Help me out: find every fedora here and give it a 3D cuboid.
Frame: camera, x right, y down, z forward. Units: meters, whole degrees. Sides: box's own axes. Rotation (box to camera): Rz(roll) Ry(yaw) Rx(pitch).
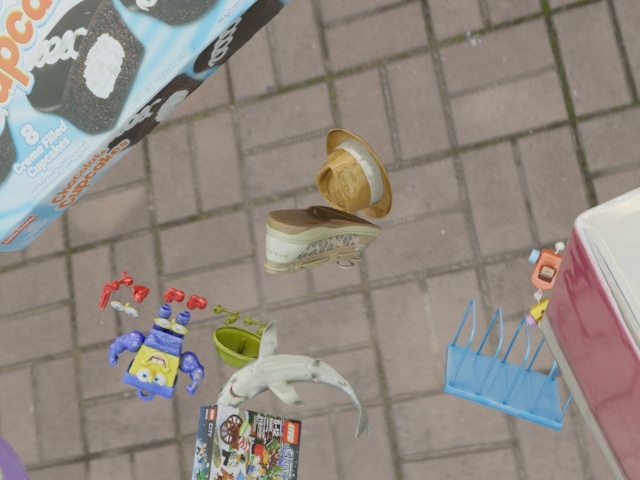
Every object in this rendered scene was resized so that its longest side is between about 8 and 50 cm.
[{"bbox_3d":[0.048,-0.107,1.690,0.079,0.194,0.194,-35,67,-24],"label":"fedora"}]

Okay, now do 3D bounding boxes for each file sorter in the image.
[{"bbox_3d":[0.274,0.170,1.322,0.170,0.118,0.104,19,117,1],"label":"file sorter"}]

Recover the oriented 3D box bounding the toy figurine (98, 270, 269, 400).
[{"bbox_3d":[-0.300,0.237,1.929,0.363,0.191,0.217,21,105,-8],"label":"toy figurine"}]

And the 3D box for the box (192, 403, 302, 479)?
[{"bbox_3d":[-0.107,0.359,1.321,0.044,0.159,0.233,-15,64,46],"label":"box"}]

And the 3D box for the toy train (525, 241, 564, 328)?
[{"bbox_3d":[0.341,0.084,1.248,0.166,0.046,0.125,27,113,6],"label":"toy train"}]

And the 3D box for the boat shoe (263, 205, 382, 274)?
[{"bbox_3d":[0.000,0.000,1.507,0.105,0.285,0.089,22,104,33],"label":"boat shoe"}]

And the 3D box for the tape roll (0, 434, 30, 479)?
[{"bbox_3d":[-0.373,0.233,0.873,0.189,0.189,0.080,42,102,22],"label":"tape roll"}]

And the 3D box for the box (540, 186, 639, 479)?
[{"bbox_3d":[0.219,0.048,0.512,0.149,0.232,0.126,-23,71,2],"label":"box"}]

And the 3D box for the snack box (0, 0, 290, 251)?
[{"bbox_3d":[-0.202,-0.161,0.756,0.322,0.060,0.187,-40,82,14],"label":"snack box"}]

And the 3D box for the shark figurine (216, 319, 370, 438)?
[{"bbox_3d":[-0.031,0.244,1.619,0.278,0.116,0.166,14,70,-8],"label":"shark figurine"}]
